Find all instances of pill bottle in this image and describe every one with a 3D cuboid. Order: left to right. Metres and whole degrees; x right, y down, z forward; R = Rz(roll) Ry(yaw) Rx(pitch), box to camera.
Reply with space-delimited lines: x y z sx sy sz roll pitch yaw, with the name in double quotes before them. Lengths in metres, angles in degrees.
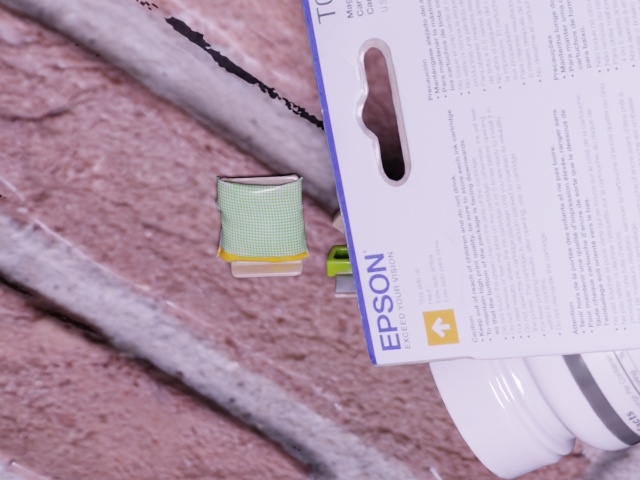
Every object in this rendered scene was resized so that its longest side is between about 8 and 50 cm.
"pill bottle" 0.222 0.042 1.263 0.283 0.161 0.161 -27 118 20

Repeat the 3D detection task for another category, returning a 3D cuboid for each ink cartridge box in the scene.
"ink cartridge box" 0.155 -0.096 1.131 0.330 0.071 0.324 -6 97 33

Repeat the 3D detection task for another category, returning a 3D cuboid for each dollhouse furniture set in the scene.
"dollhouse furniture set" 0.000 0.000 1.309 0.151 0.059 0.076 -1 123 4
